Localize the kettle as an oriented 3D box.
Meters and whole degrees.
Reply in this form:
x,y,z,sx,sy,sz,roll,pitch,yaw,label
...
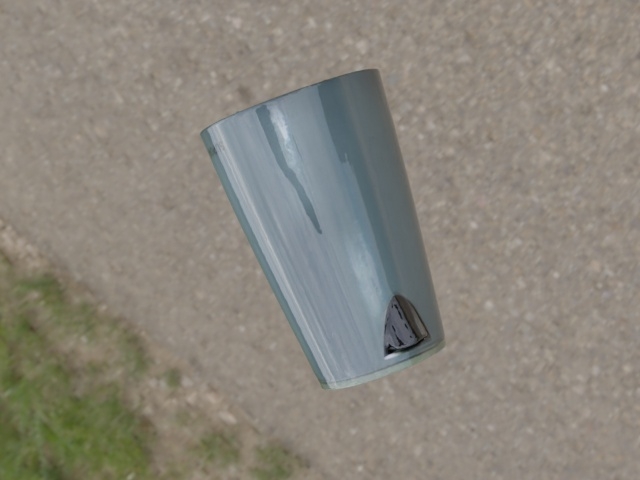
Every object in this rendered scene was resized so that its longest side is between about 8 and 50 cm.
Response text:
x,y,z,sx,sy,sz,roll,pitch,yaw,label
0.000,0.000,1.086,0.211,0.160,0.243,-15,94,60,kettle
